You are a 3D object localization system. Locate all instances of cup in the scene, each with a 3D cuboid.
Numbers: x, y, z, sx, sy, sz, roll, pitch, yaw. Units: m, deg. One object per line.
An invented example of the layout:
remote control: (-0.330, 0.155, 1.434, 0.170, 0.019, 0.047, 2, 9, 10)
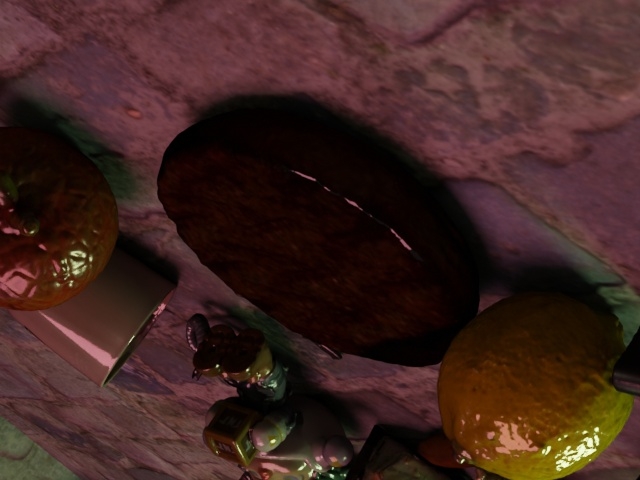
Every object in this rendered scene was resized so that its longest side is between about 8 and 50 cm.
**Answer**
cup: (-0.354, 0.086, 1.745, 0.200, 0.191, 0.253, 36, -174, 0)

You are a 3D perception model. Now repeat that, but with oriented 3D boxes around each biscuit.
biscuit: (0.000, 0.000, 1.298, 0.407, 0.091, 0.407, 24, 154, 13)

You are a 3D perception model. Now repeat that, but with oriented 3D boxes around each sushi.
sushi: (0.175, 0.407, 1.758, 0.273, 0.134, 0.109, 42, 145, -20)

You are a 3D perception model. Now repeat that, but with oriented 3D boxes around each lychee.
lychee: (-0.396, -0.028, 1.498, 0.255, 0.255, 0.300, 32, -175, -1)

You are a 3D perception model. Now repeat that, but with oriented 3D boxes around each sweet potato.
sweet potato: (0.216, 0.298, 1.609, 0.057, 0.057, 0.264, 41, 151, -17)

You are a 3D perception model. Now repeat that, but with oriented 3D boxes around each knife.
knife: (-0.038, 0.122, 1.630, 0.170, 0.010, 0.023, 38, 147, -7)

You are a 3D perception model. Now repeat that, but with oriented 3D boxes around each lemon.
lemon: (0.225, 0.154, 1.182, 0.192, 0.231, 0.192, 50, 171, 11)

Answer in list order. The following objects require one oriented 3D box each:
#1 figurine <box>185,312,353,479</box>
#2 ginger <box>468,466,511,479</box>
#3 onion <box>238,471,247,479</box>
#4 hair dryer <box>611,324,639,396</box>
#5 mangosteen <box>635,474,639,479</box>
figurine: (-0.073, 0.294, 1.761, 0.261, 0.186, 0.382, 17, 149, 37)
ginger: (0.279, 0.409, 1.619, 0.218, 0.123, 0.270, 20, 169, 38)
onion: (0.000, 0.466, 2.032, 0.267, 0.159, 0.348, 20, -176, 23)
hair dryer: (0.447, 0.170, 1.109, 0.244, 0.116, 0.302, 11, 154, 40)
mangosteen: (0.436, 0.376, 1.325, 0.192, 0.217, 0.192, 18, 138, 18)
